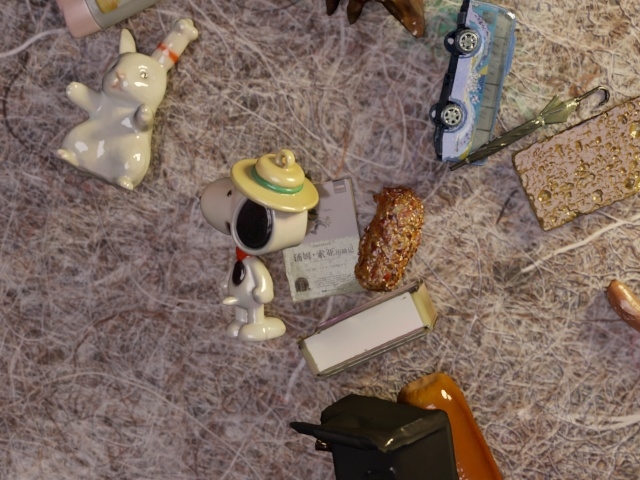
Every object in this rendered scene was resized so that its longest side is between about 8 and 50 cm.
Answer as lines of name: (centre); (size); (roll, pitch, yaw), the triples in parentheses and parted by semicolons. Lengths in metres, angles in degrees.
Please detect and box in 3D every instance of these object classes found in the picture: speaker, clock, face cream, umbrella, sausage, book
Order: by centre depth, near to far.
umbrella: (0.296, -0.168, 1.413); (0.269, 0.044, 0.044); (-25, 101, -11)
speaker: (0.090, 0.396, 1.422); (0.180, 0.184, 0.388); (4, 113, 35)
sausage: (0.496, 0.129, 1.455); (0.186, 0.043, 0.043); (38, 101, 2)
clock: (0.073, 0.131, 1.463); (0.192, 0.147, 0.071); (-25, 89, 10)
face cream: (-0.301, -0.379, 1.491); (0.198, 0.057, 0.084); (-22, 93, 10)
sausage: (0.207, 0.334, 1.496); (0.105, 0.105, 0.274); (-25, 93, 11)
book: (0.000, 0.000, 1.522); (0.127, 0.014, 0.182); (-9, 97, 10)

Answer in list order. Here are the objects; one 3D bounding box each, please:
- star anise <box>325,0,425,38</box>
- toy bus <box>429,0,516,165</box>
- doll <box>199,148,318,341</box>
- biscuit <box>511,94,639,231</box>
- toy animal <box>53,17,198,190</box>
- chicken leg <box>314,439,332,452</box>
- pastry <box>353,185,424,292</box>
star anise: (0.050, -0.440, 1.407); (0.292, 0.109, 0.349); (-39, 90, 6)
toy bus: (0.220, -0.227, 1.431); (0.094, 0.079, 0.237); (9, 100, -9)
doll: (-0.080, 0.012, 1.473); (0.208, 0.144, 0.271); (-12, 92, 45)
biscuit: (0.409, -0.116, 1.440); (0.236, 0.026, 0.131); (-25, 95, 10)
toy animal: (-0.292, -0.213, 1.473); (0.140, 0.138, 0.283); (21, 99, 10)
chicken leg: (0.061, 0.348, 1.556); (0.145, 0.037, 0.062); (38, 115, 0)
pastry: (0.106, 0.000, 1.477); (0.087, 0.063, 0.169); (16, 96, -4)
